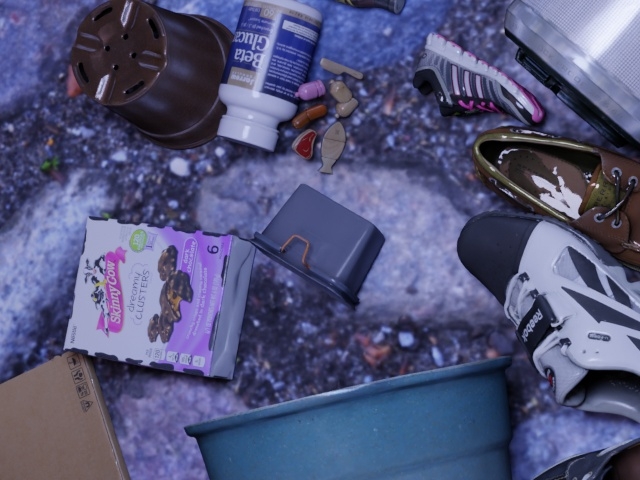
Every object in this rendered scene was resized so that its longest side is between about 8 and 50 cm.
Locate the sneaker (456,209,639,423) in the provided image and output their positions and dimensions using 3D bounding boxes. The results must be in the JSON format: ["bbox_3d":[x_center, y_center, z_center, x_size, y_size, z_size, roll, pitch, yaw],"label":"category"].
[{"bbox_3d":[0.255,0.089,1.683,0.330,0.122,0.146,32,54,25],"label":"sneaker"}]

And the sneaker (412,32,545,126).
[{"bbox_3d":[0.168,-0.159,1.816,0.170,0.063,0.075,35,97,28],"label":"sneaker"}]

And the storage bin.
[{"bbox_3d":[0.000,0.000,1.853,0.135,0.098,0.091,30,84,24],"label":"storage bin"}]

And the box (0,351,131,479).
[{"bbox_3d":[-0.321,0.250,1.988,0.164,0.021,0.201,-26,74,18],"label":"box"}]

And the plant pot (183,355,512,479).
[{"bbox_3d":[0.063,0.312,1.658,0.341,0.341,0.334,-16,82,20],"label":"plant pot"}]

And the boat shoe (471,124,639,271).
[{"bbox_3d":[0.297,-0.038,1.720,0.307,0.104,0.111,18,90,24],"label":"boat shoe"}]

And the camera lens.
[{"bbox_3d":[0.338,-0.242,1.669,0.219,0.219,0.274,45,100,22],"label":"camera lens"}]

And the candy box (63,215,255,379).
[{"bbox_3d":[-0.188,0.066,1.930,0.196,0.070,0.165,7,86,23],"label":"candy box"}]

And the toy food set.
[{"bbox_3d":[0.000,-0.144,1.886,0.019,0.078,0.122,31,101,64],"label":"toy food set"}]

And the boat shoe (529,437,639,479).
[{"bbox_3d":[0.284,0.253,1.701,0.233,0.079,0.084,-25,74,20],"label":"boat shoe"}]

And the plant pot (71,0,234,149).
[{"bbox_3d":[-0.195,-0.200,1.919,0.167,0.165,0.167,-3,82,23],"label":"plant pot"}]

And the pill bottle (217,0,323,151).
[{"bbox_3d":[-0.063,-0.192,1.899,0.094,0.094,0.169,15,89,24],"label":"pill bottle"}]

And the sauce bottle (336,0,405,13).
[{"bbox_3d":[0.036,-0.290,1.900,0.128,0.042,0.042,23,92,26],"label":"sauce bottle"}]
